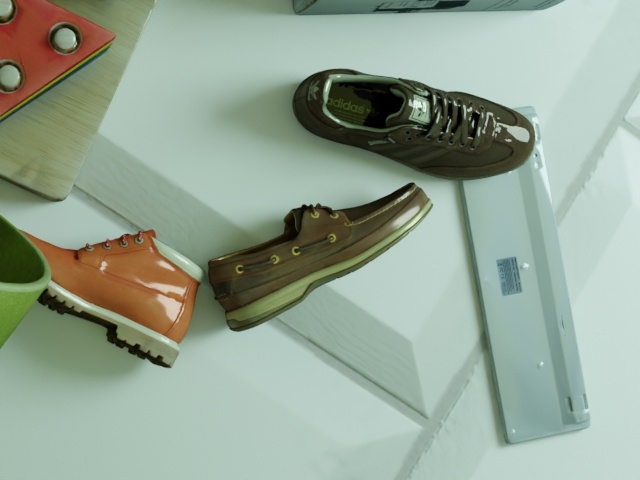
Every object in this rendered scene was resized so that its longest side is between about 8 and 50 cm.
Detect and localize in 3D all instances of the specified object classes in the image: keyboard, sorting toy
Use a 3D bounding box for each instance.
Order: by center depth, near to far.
[{"bbox_3d":[-0.241,-0.195,1.050,0.257,0.089,0.255,25,82,-12],"label":"sorting toy"},{"bbox_3d":[0.155,0.026,1.175,0.072,0.014,0.256,-10,89,-9],"label":"keyboard"}]

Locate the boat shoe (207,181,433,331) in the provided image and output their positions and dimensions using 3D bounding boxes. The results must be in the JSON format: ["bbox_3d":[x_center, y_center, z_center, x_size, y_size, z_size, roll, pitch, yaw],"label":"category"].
[{"bbox_3d":[0.000,0.000,1.110,0.178,0.064,0.060,-30,96,-11],"label":"boat shoe"}]

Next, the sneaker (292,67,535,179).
[{"bbox_3d":[0.073,-0.085,1.124,0.188,0.071,0.066,8,87,-8],"label":"sneaker"}]

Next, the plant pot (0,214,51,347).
[{"bbox_3d":[-0.358,0.084,0.936,0.275,0.275,0.293,29,96,-11],"label":"plant pot"}]

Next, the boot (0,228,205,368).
[{"bbox_3d":[-0.158,0.019,1.078,0.158,0.059,0.084,30,77,-19],"label":"boot"}]

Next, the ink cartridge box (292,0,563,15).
[{"bbox_3d":[0.081,-0.249,1.131,0.208,0.087,0.153,-3,88,-15],"label":"ink cartridge box"}]
